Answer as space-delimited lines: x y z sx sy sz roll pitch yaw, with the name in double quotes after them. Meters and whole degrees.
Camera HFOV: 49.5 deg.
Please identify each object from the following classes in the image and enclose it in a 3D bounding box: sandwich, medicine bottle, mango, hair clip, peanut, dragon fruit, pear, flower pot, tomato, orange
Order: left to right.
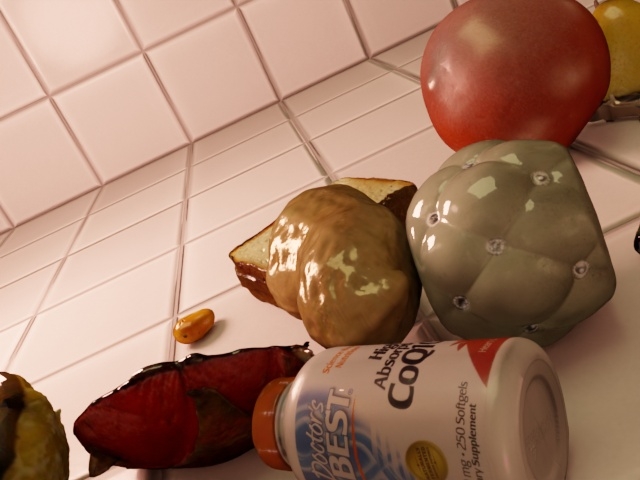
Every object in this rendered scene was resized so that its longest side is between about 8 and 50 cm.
-0.432 0.311 0.827 0.369 0.210 0.270 -15 47 29 "orange"
-0.151 0.212 0.824 0.344 0.282 0.100 -21 64 9 "dragon fruit"
-0.217 0.145 1.201 0.060 0.046 0.089 -10 22 36 "mango"
0.000 0.000 1.228 0.301 0.099 0.271 -38 21 -20 "sandwich"
0.024 0.031 0.897 0.192 0.169 0.387 -30 17 -2 "peanut"
0.072 0.177 0.664 0.289 0.157 0.157 -9 27 35 "medicine bottle"
0.212 0.005 0.800 0.195 0.246 0.246 -20 22 14 "flower pot"
0.328 -0.287 1.227 0.322 0.321 0.321 -22 22 9 "tomato"
0.587 -0.390 1.374 0.267 0.178 0.267 -24 25 12 "pear"
0.571 -0.230 1.213 0.072 0.034 0.226 -33 23 -19 "hair clip"

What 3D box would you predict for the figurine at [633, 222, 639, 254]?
0.466 -0.059 0.879 0.114 0.108 0.196 -11 42 56 "figurine"
